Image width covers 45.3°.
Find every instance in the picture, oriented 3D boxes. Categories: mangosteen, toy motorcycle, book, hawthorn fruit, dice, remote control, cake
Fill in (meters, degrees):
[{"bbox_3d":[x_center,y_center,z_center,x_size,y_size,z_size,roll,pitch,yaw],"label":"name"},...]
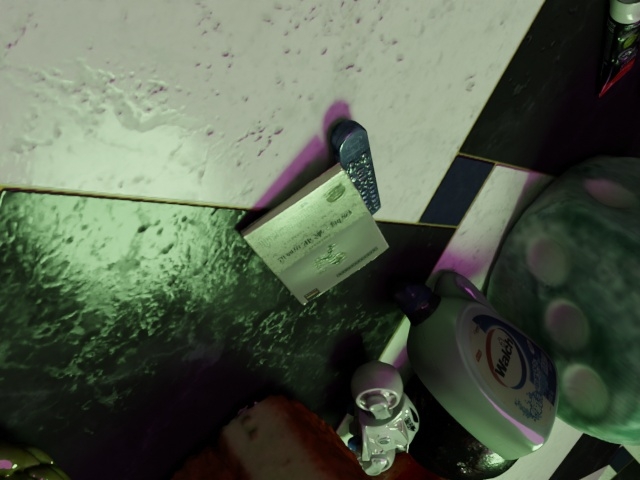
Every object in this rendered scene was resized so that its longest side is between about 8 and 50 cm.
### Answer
[{"bbox_3d":[0.239,0.272,1.254,0.250,0.211,0.211,-47,160,-57],"label":"mangosteen"},{"bbox_3d":[0.092,0.265,1.127,0.112,0.112,0.254,-30,143,-25],"label":"toy motorcycle"},{"bbox_3d":[0.000,0.000,0.839,0.127,0.014,0.182,-35,146,0],"label":"book"},{"bbox_3d":[0.160,0.454,1.372,0.235,0.181,0.181,-47,151,-35],"label":"hawthorn fruit"},{"bbox_3d":[0.483,0.082,1.200,0.330,0.348,0.328,-13,134,-33],"label":"dice"},{"bbox_3d":[0.038,-0.072,0.820,0.043,0.027,0.153,-41,147,-17],"label":"remote control"},{"bbox_3d":[-0.053,0.407,0.977,0.319,0.269,0.270,-44,146,-4],"label":"cake"}]

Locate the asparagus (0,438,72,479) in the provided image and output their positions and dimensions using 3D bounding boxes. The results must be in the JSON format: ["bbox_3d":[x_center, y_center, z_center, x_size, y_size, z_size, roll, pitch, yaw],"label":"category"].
[{"bbox_3d":[-0.311,0.200,0.662,0.080,0.080,0.287,-48,143,0],"label":"asparagus"}]

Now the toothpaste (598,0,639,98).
[{"bbox_3d":[0.404,-0.268,1.020,0.071,0.045,0.193,-42,152,-8],"label":"toothpaste"}]

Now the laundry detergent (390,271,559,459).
[{"bbox_3d":[0.207,0.146,1.067,0.105,0.280,0.215,-38,-168,37],"label":"laundry detergent"}]
